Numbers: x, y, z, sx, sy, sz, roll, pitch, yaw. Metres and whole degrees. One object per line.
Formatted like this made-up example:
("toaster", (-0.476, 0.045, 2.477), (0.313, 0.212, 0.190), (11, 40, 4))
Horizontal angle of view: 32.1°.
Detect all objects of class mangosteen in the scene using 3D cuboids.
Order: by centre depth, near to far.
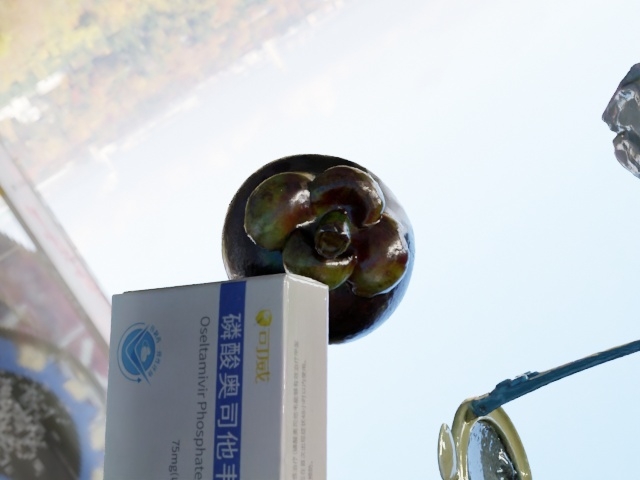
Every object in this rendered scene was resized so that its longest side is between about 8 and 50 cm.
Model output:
("mangosteen", (0.000, 0.000, 1.053), (0.194, 0.194, 0.230), (-35, 169, -15))

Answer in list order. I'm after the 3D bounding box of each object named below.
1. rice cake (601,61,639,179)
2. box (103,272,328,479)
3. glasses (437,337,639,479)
("rice cake", (0.222, -0.075, 0.509), (0.270, 0.055, 0.049), (-21, 161, -37))
("box", (-0.092, 0.208, 0.936), (0.200, 0.343, 0.065), (-7, 166, 33))
("glasses", (0.180, 0.121, 0.498), (0.220, 0.189, 0.088), (-26, 174, 5))
